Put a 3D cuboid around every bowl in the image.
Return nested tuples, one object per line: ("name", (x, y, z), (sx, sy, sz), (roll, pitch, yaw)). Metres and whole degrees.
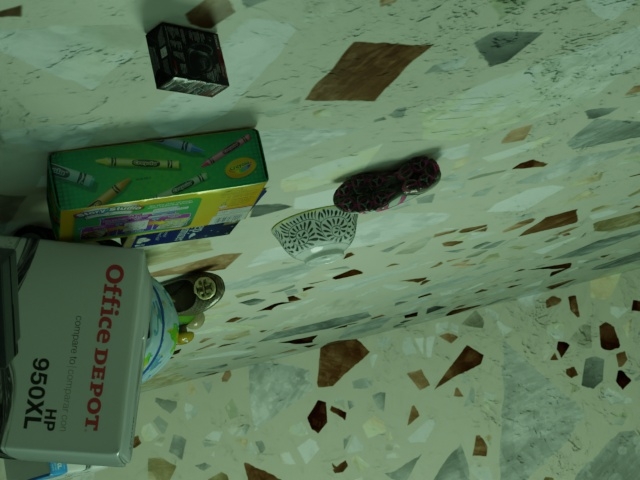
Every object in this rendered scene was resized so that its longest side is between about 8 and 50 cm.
("bowl", (0.000, 0.000, 1.897), (0.170, 0.080, 0.170), (-14, 167, -3))

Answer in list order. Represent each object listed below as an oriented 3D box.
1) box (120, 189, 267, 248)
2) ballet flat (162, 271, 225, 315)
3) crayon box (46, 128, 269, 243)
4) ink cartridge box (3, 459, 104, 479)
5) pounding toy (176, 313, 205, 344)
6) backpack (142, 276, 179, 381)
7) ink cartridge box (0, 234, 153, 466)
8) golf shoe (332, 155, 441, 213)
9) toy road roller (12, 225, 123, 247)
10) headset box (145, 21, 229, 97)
("box", (-0.204, -0.035, 1.645), (0.225, 0.037, 0.136), (-10, 166, -22))
("ballet flat", (-0.313, 0.120, 2.086), (0.249, 0.084, 0.058), (-13, 169, 21))
("crayon box", (-0.225, -0.070, 1.375), (0.278, 0.081, 0.165), (-9, 166, -18))
("ink cartridge box", (-0.553, 0.467, 2.183), (0.148, 0.086, 0.203), (-23, 163, 33))
("pounding toy", (-0.349, 0.202, 2.307), (0.183, 0.110, 0.237), (-13, 166, -3))
("backpack", (-0.434, 0.186, 1.842), (0.355, 0.290, 0.273), (-38, 156, 20))
("ink cartridge box", (-0.442, 0.145, 1.377), (0.394, 0.285, 0.166), (5, 162, -5))
("golf shoe", (0.114, -0.083, 1.699), (0.186, 0.067, 0.086), (-16, 168, 6))
("toy road roller", (-0.460, 0.131, 1.616), (0.329, 0.241, 0.202), (-20, 165, 23))
("headset box", (-0.133, -0.184, 1.043), (0.032, 0.062, 0.083), (-24, 164, 39))
